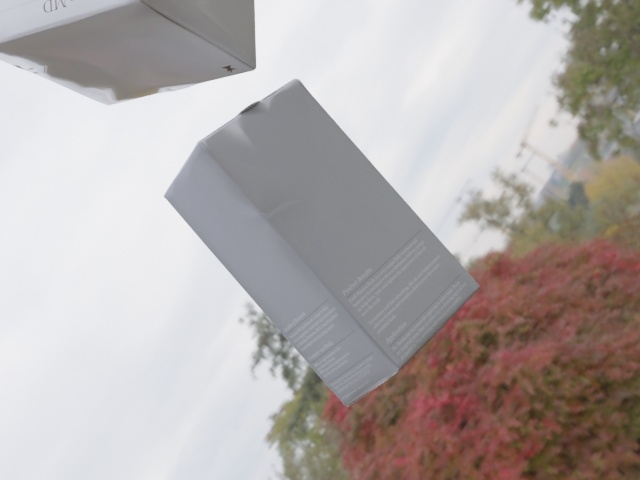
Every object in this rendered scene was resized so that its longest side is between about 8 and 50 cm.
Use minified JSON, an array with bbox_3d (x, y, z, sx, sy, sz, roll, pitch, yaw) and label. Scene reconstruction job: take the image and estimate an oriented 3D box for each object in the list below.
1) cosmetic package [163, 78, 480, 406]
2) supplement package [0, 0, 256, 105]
[{"bbox_3d":[0.000,0.000,0.790,0.127,0.238,0.107,-37,-7,-37],"label":"cosmetic package"},{"bbox_3d":[-0.176,-0.296,0.860,0.175,0.177,0.293,19,-115,-61],"label":"supplement package"}]
